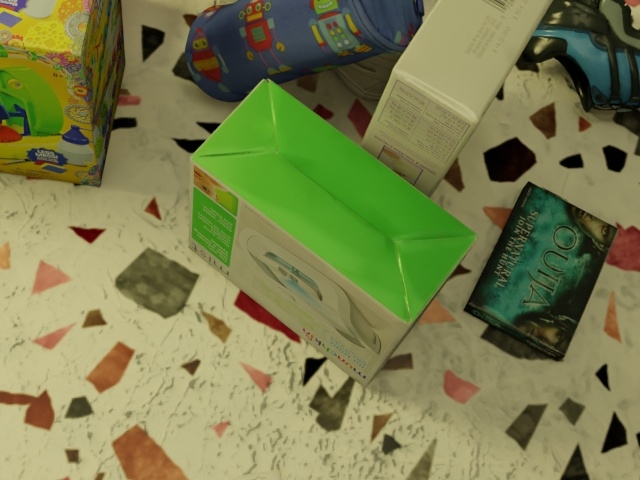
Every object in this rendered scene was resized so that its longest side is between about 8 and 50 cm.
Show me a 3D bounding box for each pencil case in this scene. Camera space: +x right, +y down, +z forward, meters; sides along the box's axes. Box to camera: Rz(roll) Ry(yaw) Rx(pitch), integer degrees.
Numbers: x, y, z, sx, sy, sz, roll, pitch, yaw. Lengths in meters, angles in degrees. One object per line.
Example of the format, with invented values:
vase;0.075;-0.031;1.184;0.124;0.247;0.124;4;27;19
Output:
pencil case;-0.021;-0.236;1.078;0.133;0.306;0.119;-11;93;-43

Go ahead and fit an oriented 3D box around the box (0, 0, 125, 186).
box;-0.366;-0.211;1.008;0.290;0.279;0.177;8;66;-5

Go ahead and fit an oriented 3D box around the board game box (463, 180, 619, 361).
board game box;0.263;0.034;1.143;0.126;0.026;0.186;28;66;4

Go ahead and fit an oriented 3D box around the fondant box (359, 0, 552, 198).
fondant box;0.130;-0.154;1.034;0.096;0.330;0.238;31;66;4

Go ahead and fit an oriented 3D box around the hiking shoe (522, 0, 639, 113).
hiking shoe;0.396;-0.206;1.241;0.304;0.113;0.132;36;97;0

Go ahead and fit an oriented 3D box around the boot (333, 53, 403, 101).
boot;0.011;-0.292;1.186;0.258;0.123;0.095;42;67;9

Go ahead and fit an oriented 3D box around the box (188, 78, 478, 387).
box;0.000;0.000;1.003;0.262;0.231;0.127;38;66;7

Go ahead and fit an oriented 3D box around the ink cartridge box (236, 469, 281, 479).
ink cartridge box;-0.058;0.280;0.986;0.048;0.028;0.083;-7;69;-12
